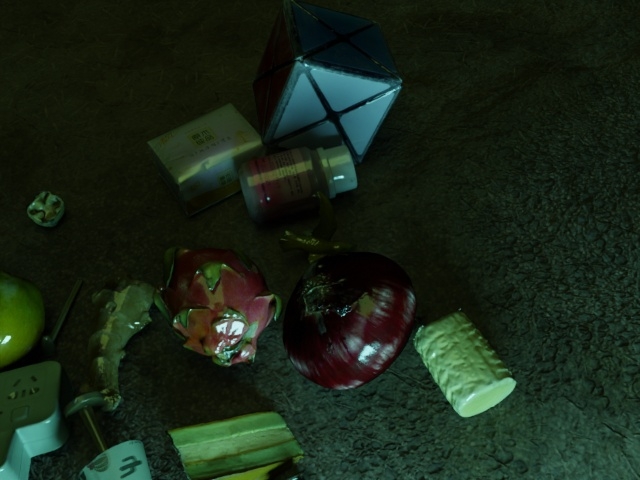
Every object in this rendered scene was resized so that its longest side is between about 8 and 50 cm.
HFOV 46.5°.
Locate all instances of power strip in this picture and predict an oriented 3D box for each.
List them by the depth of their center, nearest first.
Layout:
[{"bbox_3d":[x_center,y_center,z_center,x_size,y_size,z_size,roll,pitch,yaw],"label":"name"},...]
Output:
[{"bbox_3d":[-0.562,0.362,1.329,0.229,0.141,0.261,-15,35,-5],"label":"power strip"}]

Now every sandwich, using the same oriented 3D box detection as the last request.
[{"bbox_3d":[-0.138,0.343,1.248,0.187,0.144,0.117,-28,54,-14],"label":"sandwich"}]

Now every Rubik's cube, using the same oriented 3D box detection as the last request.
[{"bbox_3d":[0.007,-0.355,1.696,0.260,0.255,0.259,10,46,-19],"label":"Rubik's cube"}]

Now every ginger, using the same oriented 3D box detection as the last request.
[{"bbox_3d":[-0.397,0.196,1.460,0.131,0.086,0.294,0,58,-3],"label":"ginger"}]

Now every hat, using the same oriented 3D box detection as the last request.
[{"bbox_3d":[-0.634,-0.067,1.728,0.076,0.059,0.077,29,64,10],"label":"hat"}]

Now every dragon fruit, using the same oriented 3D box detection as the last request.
[{"bbox_3d":[-0.196,0.118,1.403,0.224,0.224,0.227,-27,32,-14],"label":"dragon fruit"}]

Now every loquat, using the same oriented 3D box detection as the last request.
[{"bbox_3d":[-0.656,0.173,1.444,0.213,0.213,0.246,14,72,20],"label":"loquat"}]

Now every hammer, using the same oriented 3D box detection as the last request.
[{"bbox_3d":[-0.532,0.145,1.535,0.028,0.060,0.195,12,46,-2],"label":"hammer"}]

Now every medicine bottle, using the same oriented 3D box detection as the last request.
[{"bbox_3d":[-0.050,-0.131,1.636,0.247,0.147,0.147,-16,50,-5],"label":"medicine bottle"}]

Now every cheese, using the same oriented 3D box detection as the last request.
[{"bbox_3d":[0.253,0.219,1.327,0.123,0.094,0.167,-19,53,-20],"label":"cheese"}]

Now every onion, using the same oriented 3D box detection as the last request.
[{"bbox_3d":[0.071,0.151,1.357,0.273,0.285,0.273,-29,46,36],"label":"onion"}]

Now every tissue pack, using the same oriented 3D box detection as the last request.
[{"bbox_3d":[-0.256,-0.191,1.729,0.225,0.124,0.185,-28,51,-16],"label":"tissue pack"}]

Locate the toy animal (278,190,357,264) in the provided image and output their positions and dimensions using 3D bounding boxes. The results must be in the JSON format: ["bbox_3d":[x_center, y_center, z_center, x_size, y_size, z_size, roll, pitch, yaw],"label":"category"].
[{"bbox_3d":[0.000,0.000,1.556,0.155,0.219,0.095,-3,17,-44],"label":"toy animal"}]

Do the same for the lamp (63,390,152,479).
[{"bbox_3d":[-0.366,0.364,1.275,0.121,0.121,0.214,-28,64,-15],"label":"lamp"}]

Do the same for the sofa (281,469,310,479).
[{"bbox_3d":[-0.030,0.452,1.192,0.085,0.060,0.147,-23,51,-10],"label":"sofa"}]
